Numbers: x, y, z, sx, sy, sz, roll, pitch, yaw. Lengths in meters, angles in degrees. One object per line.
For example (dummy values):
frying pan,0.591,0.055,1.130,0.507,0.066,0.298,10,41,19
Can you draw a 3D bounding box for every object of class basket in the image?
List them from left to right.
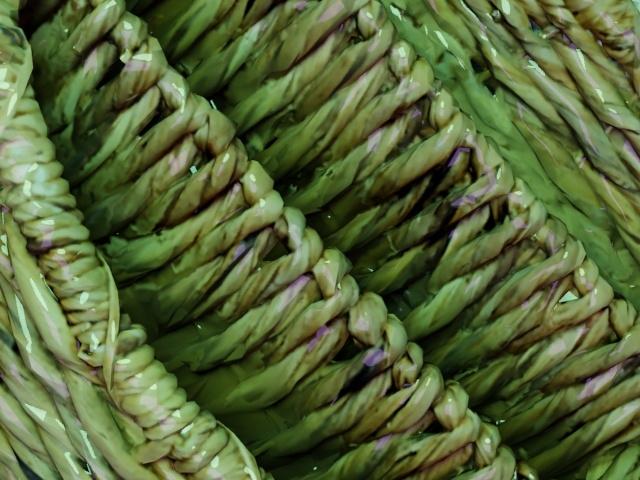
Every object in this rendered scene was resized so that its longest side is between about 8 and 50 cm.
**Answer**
basket,0.000,0.000,0.586,0.223,0.213,0.299,-33,101,30
